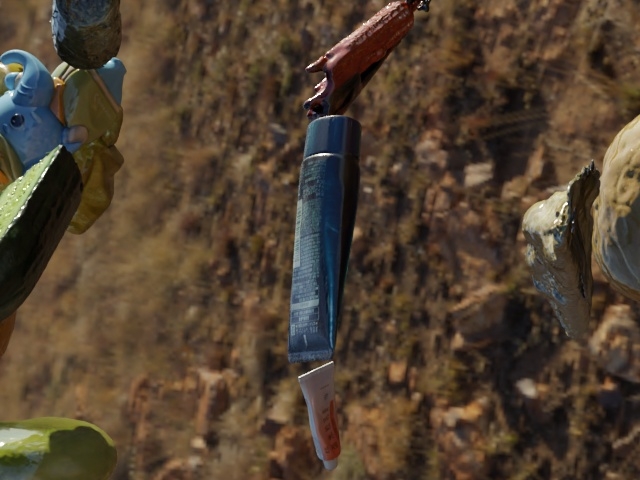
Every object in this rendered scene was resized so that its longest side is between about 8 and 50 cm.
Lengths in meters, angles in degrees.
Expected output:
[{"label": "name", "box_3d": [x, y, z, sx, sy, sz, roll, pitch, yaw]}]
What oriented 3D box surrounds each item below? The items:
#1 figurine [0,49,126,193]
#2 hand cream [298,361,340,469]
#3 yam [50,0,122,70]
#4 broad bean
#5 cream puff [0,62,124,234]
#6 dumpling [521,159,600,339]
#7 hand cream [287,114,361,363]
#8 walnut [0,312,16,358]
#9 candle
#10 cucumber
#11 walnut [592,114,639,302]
[{"label": "figurine", "box_3d": [-0.411, -0.181, 1.645, 0.262, 0.180, 0.154, -58, 0, -21]}, {"label": "hand cream", "box_3d": [0.007, 0.276, 1.738, 0.052, 0.038, 0.216, -48, -37, -39]}, {"label": "yam", "box_3d": [-0.319, -0.304, 1.533, 0.183, 0.107, 0.107, 121, 154, -71]}, {"label": "broad bean", "box_3d": [-0.456, 0.338, 1.731, 0.238, 0.291, 0.119, 0, 88, 59]}, {"label": "cream puff", "box_3d": [-0.477, -0.180, 1.852, 0.270, 0.274, 0.323, -29, 55, 28]}, {"label": "dumpling", "box_3d": [0.279, -0.007, 1.309, 0.332, 0.086, 0.166, 64, -148, -62]}, {"label": "hand cream", "box_3d": [0.000, 0.000, 1.243, 0.120, 0.061, 0.270, -16, 64, 63]}, {"label": "walnut", "box_3d": [-0.470, 0.088, 1.432, 0.159, 0.159, 0.207, 130, 143, -50]}, {"label": "candle", "box_3d": [0.072, -0.269, 1.582, 0.059, 0.084, 0.302, 12, 47, 42]}, {"label": "cucumber", "box_3d": [-0.282, 0.013, 1.022, 0.115, 0.063, 0.244, -35, 22, 31]}, {"label": "walnut", "box_3d": [0.535, -0.050, 1.650, 0.252, 0.277, 0.313, -179, 100, -68]}]
